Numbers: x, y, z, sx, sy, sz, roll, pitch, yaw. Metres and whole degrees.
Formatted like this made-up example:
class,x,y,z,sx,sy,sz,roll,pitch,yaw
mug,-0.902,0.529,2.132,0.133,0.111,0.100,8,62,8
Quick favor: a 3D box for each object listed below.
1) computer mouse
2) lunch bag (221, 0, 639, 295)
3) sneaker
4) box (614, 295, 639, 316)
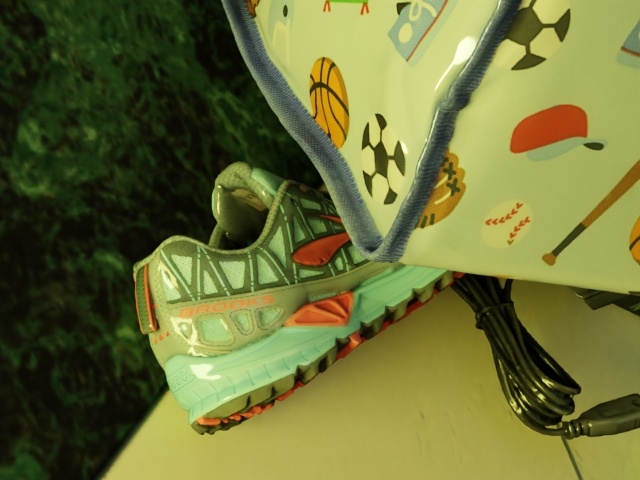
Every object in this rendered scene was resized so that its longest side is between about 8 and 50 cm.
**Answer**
class,x,y,z,sx,sy,sz,roll,pitch,yaw
computer mouse,0.205,0.022,1.157,0.262,0.060,0.184,-15,71,-31
lunch bag,0.127,-0.158,1.058,0.328,0.239,0.385,11,28,-30
sneaker,0.000,0.000,1.002,0.262,0.104,0.125,-31,89,-48
box,0.246,0.021,1.259,0.083,0.052,0.062,26,55,-33
